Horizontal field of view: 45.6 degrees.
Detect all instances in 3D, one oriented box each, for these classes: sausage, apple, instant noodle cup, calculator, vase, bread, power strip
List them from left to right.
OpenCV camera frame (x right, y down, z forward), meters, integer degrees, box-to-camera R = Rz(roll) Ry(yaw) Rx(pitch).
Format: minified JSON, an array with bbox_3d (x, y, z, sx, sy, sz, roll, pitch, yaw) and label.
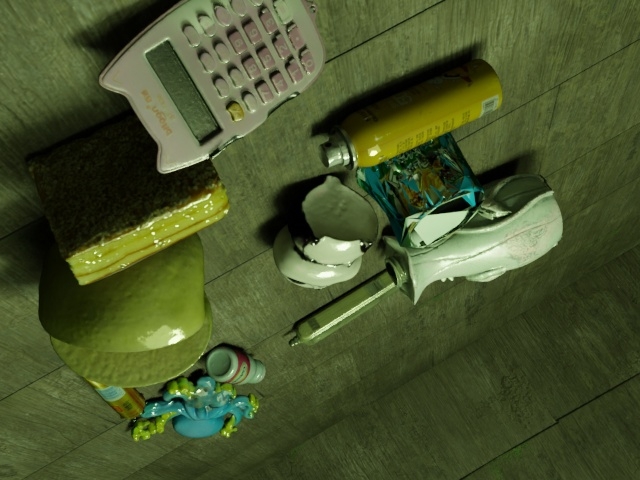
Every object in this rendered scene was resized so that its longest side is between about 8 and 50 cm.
[{"bbox_3d":[-0.471,0.329,1.724,0.082,0.082,0.371,-27,155,-12],"label":"sausage"},{"bbox_3d":[-0.302,0.090,1.206,0.254,0.291,0.292,-2,151,-5],"label":"apple"},{"bbox_3d":[-0.263,-0.068,1.059,0.234,0.184,0.110,-27,157,-10],"label":"bread"},{"bbox_3d":[-0.126,-0.228,0.983,0.294,0.043,0.194,-36,121,-10],"label":"calculator"},{"bbox_3d":[0.076,0.187,2.132,0.388,0.066,0.092,-32,158,-5],"label":"power strip"},{"bbox_3d":[0.215,-0.111,1.565,0.240,0.178,0.240,-25,155,-13],"label":"instant noodle cup"},{"bbox_3d":[0.377,-0.004,1.924,0.446,0.250,0.250,-22,155,-10],"label":"vase"}]

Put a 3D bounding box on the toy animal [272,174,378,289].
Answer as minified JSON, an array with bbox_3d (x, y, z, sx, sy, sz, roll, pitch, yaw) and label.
[{"bbox_3d":[0.002,0.005,1.545,0.187,0.165,0.235,5,142,-20],"label":"toy animal"}]

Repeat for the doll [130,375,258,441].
[{"bbox_3d":[-0.345,0.463,2.122,0.346,0.098,0.341,-1,139,-23],"label":"doll"}]

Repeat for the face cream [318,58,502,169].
[{"bbox_3d":[0.157,-0.218,1.375,0.349,0.105,0.105,-26,156,-13],"label":"face cream"}]

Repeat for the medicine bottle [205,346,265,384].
[{"bbox_3d":[-0.219,0.338,2.027,0.090,0.090,0.217,-36,156,9],"label":"medicine bottle"}]
